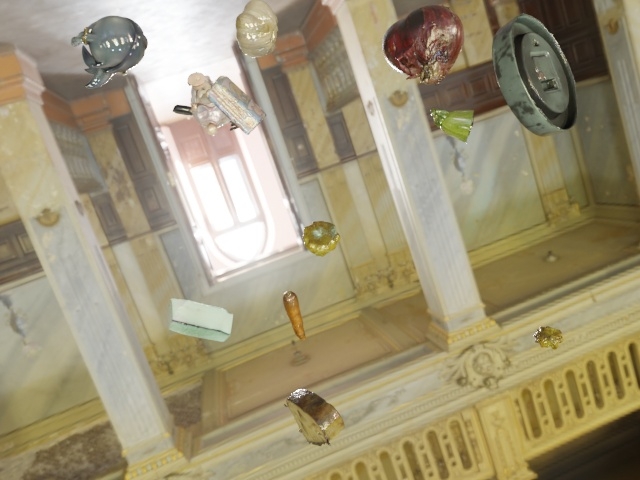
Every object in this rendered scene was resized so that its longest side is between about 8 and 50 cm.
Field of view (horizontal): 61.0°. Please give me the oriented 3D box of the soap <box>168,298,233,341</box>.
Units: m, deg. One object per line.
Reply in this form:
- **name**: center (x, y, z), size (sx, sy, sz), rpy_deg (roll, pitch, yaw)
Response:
- **soap**: center (-0.438, 0.290, 1.945), size (0.230, 0.091, 0.145), rpy_deg (14, 149, -19)

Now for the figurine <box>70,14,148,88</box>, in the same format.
- **figurine**: center (-0.657, -0.591, 1.694), size (0.265, 0.175, 0.197), rpy_deg (-25, -176, 31)

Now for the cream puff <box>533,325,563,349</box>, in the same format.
- **cream puff**: center (0.729, 0.310, 1.736), size (0.083, 0.083, 0.058), rpy_deg (-47, 150, 13)

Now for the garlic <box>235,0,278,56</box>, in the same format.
- **garlic**: center (-0.247, -0.841, 2.169), size (0.152, 0.228, 0.228), rpy_deg (10, -162, 14)

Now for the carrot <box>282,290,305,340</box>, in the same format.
- **carrot**: center (-0.094, 0.285, 2.027), size (0.059, 0.248, 0.059), rpy_deg (-8, -144, 6)

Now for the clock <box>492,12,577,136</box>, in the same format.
- **clock**: center (0.565, -0.427, 1.417), size (0.325, 0.325, 0.067), rpy_deg (-28, -175, -43)

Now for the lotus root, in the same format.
- **lotus root**: center (-0.024, 0.498, 1.527), size (0.074, 0.170, 0.260), rpy_deg (-38, 180, -25)

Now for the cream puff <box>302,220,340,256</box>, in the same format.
- **cream puff**: center (0.000, 0.000, 2.005), size (0.146, 0.146, 0.116), rpy_deg (-22, 154, -14)

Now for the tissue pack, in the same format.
- **tissue pack**: center (-0.225, -0.362, 1.453), size (0.065, 0.155, 0.115), rpy_deg (-42, -167, 19)

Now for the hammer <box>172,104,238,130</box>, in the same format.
- **hammer**: center (-0.465, -0.518, 2.253), size (0.290, 0.037, 0.137), rpy_deg (9, 161, -3)

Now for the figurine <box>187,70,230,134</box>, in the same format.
- **figurine**: center (-0.351, -0.440, 1.722), size (0.133, 0.200, 0.276), rpy_deg (11, 172, -3)

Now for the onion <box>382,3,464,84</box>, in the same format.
- **onion**: center (0.331, -0.652, 1.795), size (0.281, 0.281, 0.221), rpy_deg (-14, 165, 28)

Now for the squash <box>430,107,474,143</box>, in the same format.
- **squash**: center (0.402, -0.365, 1.685), size (0.132, 0.105, 0.105), rpy_deg (13, -164, 8)
